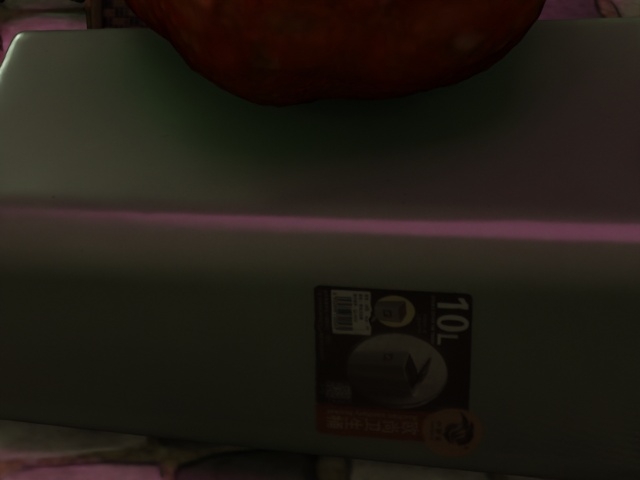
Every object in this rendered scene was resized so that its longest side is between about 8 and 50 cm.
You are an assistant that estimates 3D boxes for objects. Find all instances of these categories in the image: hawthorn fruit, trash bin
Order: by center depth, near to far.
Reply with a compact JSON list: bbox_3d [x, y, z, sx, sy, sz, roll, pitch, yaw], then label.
[{"bbox_3d":[0.008,-0.189,0.859,0.258,0.262,0.258,2,72,-6],"label":"hawthorn fruit"},{"bbox_3d":[0.000,0.000,0.939,0.343,0.158,0.223,1,36,5],"label":"trash bin"}]

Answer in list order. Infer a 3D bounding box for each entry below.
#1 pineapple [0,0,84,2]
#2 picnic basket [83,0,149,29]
[{"bbox_3d":[-0.130,-0.225,1.230,0.340,0.169,0.169,-17,41,-2],"label":"pineapple"},{"bbox_3d":[-0.053,-0.188,1.074,0.165,0.267,0.139,1,21,-4],"label":"picnic basket"}]
